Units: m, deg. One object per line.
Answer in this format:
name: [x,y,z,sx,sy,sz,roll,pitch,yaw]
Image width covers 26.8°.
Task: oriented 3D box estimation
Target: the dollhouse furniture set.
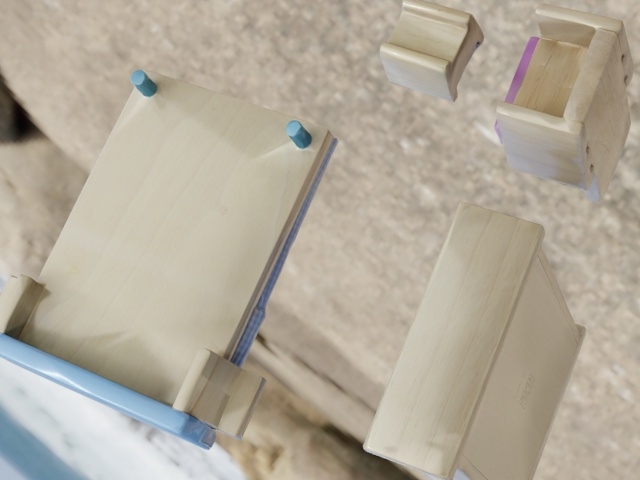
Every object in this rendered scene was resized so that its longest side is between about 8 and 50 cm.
dollhouse furniture set: [0.000,0.000,0.809,0.303,0.286,0.198,18,167,22]
